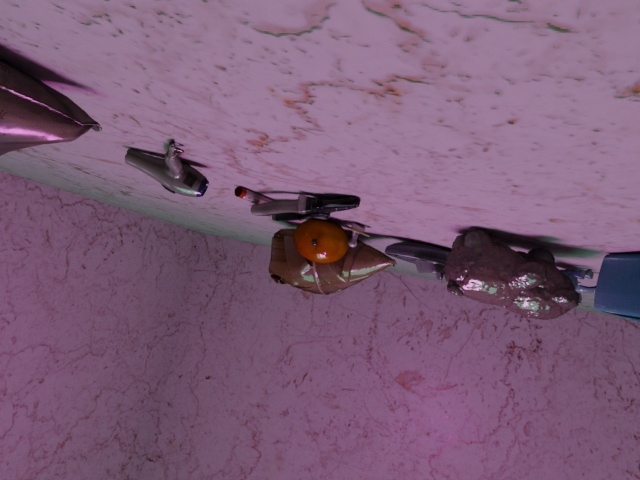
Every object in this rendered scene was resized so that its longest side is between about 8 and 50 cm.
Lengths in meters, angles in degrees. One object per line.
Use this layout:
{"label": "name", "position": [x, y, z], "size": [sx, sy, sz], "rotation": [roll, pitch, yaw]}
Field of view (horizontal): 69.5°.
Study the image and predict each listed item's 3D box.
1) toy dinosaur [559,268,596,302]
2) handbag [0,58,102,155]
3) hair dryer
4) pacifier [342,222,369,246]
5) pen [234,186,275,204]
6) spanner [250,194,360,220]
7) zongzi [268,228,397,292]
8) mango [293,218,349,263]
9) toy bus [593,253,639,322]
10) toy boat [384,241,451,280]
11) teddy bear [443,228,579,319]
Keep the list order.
{"label": "toy dinosaur", "position": [0.609, 0.106, 1.150], "size": [0.144, 0.077, 0.329], "rotation": [-4, -174, 40]}
{"label": "handbag", "position": [-0.422, -0.170, 0.522], "size": [0.182, 0.117, 0.270], "rotation": [-5, 167, 25]}
{"label": "hair dryer", "position": [-0.309, -0.151, 0.862], "size": [0.167, 0.068, 0.199], "rotation": [17, 165, 8]}
{"label": "pacifier", "position": [0.090, -0.014, 1.247], "size": [0.083, 0.064, 0.068], "rotation": [18, -178, -39]}
{"label": "pen", "position": [-0.121, -0.088, 1.155], "size": [0.028, 0.028, 0.239], "rotation": [9, 173, 38]}
{"label": "spanner", "position": [-0.034, -0.070, 1.009], "size": [0.095, 0.040, 0.324], "rotation": [12, 171, -39]}
{"label": "zongzi", "position": [0.129, 0.109, 1.620], "size": [0.466, 0.218, 0.500], "rotation": [10, 174, 32]}
{"label": "mango", "position": [-0.005, -0.001, 1.315], "size": [0.151, 0.121, 0.221], "rotation": [13, -177, -19]}
{"label": "toy bus", "position": [0.600, 0.088, 0.772], "size": [0.146, 0.129, 0.256], "rotation": [14, 177, -3]}
{"label": "toy boat", "position": [0.333, 0.066, 1.359], "size": [0.319, 0.092, 0.141], "rotation": [15, 173, -15]}
{"label": "teddy bear", "position": [0.398, 0.075, 0.971], "size": [0.267, 0.151, 0.236], "rotation": [13, 177, 2]}
